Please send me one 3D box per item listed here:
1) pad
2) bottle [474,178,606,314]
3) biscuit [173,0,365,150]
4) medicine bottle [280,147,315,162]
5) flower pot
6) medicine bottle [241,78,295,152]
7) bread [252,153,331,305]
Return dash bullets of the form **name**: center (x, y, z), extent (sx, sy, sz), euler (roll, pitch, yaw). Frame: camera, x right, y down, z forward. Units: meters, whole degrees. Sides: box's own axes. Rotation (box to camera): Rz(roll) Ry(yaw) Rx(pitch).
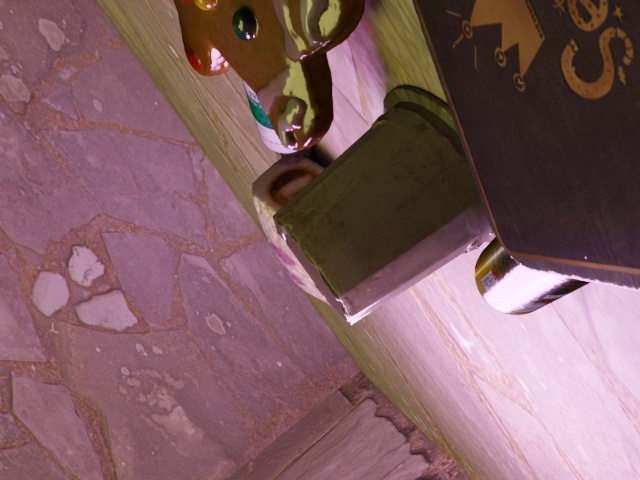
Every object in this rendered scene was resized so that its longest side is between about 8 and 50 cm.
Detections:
- **pad**: center (0.089, -0.132, 0.330), extent (0.375, 0.063, 0.315), euler (68, 167, -8)
- **bottle**: center (0.194, 0.000, 0.528), extent (0.082, 0.082, 0.286), euler (51, 171, 12)
- **biscuit**: center (-0.124, -0.291, 0.741), extent (0.432, 0.064, 0.283), euler (48, 147, 25)
- **medicine bottle**: center (-0.046, -0.166, 1.173), extent (0.057, 0.058, 0.199), euler (48, 169, 27)
- **flower pot**: center (0.065, -0.028, 0.716), extent (0.212, 0.203, 0.212), euler (53, 175, 7)
- **medicine bottle**: center (-0.061, -0.218, 0.928), extent (0.095, 0.095, 0.260), euler (50, 170, 18)
- **bread**: center (0.000, 0.000, 1.224), extent (0.187, 0.155, 0.338), euler (34, 163, 26)
